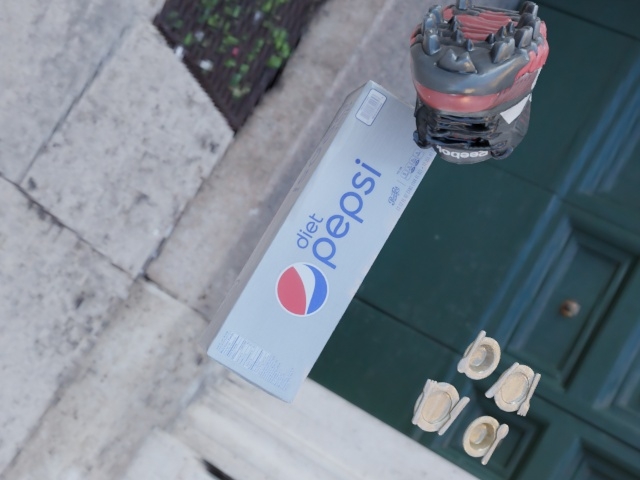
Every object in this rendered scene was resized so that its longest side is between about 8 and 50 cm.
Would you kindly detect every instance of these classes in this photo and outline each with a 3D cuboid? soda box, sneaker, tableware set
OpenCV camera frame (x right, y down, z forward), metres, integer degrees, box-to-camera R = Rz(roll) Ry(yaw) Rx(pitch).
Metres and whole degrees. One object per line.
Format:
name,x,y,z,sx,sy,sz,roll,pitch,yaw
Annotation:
soda box,0.000,0.000,0.993,0.286,0.091,0.098,-59,-171,-5
sneaker,0.120,-0.116,0.841,0.276,0.097,0.135,-50,151,-70
tableware set,0.197,0.196,1.343,0.168,0.020,0.141,36,88,-32
